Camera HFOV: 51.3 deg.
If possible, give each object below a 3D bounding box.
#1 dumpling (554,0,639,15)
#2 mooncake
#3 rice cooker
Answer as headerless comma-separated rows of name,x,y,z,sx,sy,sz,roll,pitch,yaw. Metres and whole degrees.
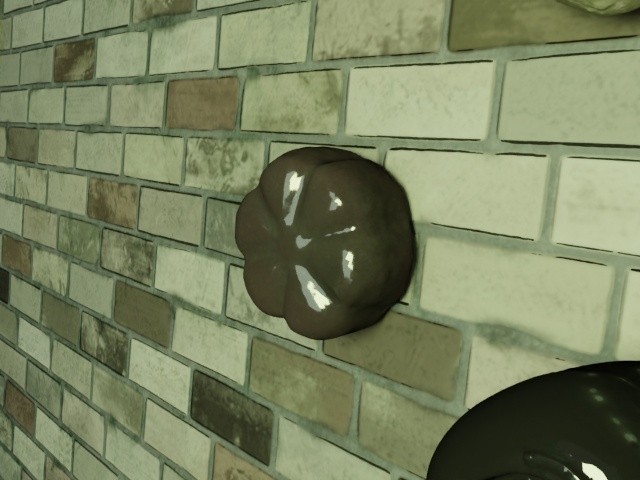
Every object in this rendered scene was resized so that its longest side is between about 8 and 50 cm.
dumpling,0.201,-0.281,0.544,0.243,0.226,0.175,-18,59,50
mooncake,0.000,0.000,0.836,0.244,0.133,0.245,6,99,41
rice cooker,0.225,0.225,0.521,0.267,0.224,0.268,1,92,45
